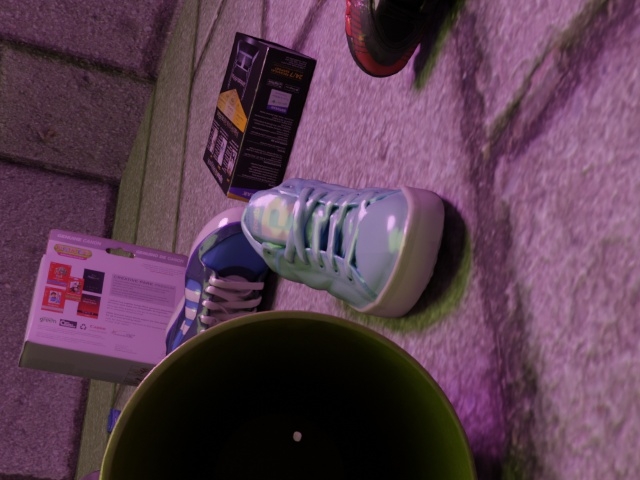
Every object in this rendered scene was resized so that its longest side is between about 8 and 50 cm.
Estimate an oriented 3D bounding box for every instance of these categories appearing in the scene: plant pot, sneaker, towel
[{"bbox_3d":[-0.033,0.212,0.824,0.293,0.274,0.275,116,164,-79],"label":"plant pot"},{"bbox_3d":[0.000,0.000,0.991,0.366,0.150,0.135,175,106,-72],"label":"sneaker"},{"bbox_3d":[-0.135,0.140,1.381,0.323,0.130,0.236,-61,32,34],"label":"sneaker"},{"bbox_3d":[-0.371,0.379,1.926,0.029,0.119,0.067,-59,23,20],"label":"towel"},{"bbox_3d":[0.099,-0.294,0.973,0.135,0.097,0.276,-115,42,-66],"label":"sneaker"}]

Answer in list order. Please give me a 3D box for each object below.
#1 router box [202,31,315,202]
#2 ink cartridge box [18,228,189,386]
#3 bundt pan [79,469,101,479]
[{"bbox_3d":[-0.112,-0.211,1.595,0.309,0.081,0.243,-130,55,-68],"label":"router box"},{"bbox_3d":[-0.440,0.144,1.983,0.130,0.309,0.272,126,152,-51],"label":"ink cartridge box"},{"bbox_3d":[-0.369,0.542,1.630,0.331,0.124,0.331,-179,90,-84],"label":"bundt pan"}]
